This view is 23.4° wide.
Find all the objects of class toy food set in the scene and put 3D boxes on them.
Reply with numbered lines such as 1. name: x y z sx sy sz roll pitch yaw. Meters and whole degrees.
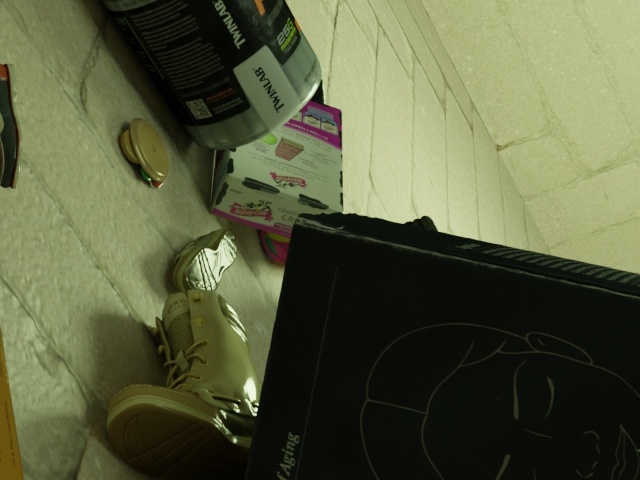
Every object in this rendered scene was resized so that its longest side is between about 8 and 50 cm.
1. toy food set: -0.202 -0.103 1.798 0.082 0.020 0.083 60 19 -27

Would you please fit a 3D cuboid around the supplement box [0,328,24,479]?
1. supplement box: -0.291 0.097 1.193 0.078 0.080 0.233 34 36 -60

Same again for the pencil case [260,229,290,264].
1. pencil case: 0.000 0.000 2.151 0.236 0.104 0.104 16 54 -69

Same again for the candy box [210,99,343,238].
1. candy box: -0.055 -0.106 2.028 0.159 0.071 0.233 18 36 -13

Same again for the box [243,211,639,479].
1. box: 0.187 0.252 1.485 0.297 0.472 0.480 -4 106 -74

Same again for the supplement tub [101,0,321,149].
1. supplement tub: -0.148 -0.284 1.889 0.316 0.193 0.193 58 20 -30

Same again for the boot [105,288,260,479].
1. boot: -0.139 0.138 1.579 0.262 0.095 0.203 26 37 -49

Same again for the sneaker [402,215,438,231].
1. sneaker: 0.123 0.049 2.383 0.104 0.147 0.296 62 19 -24

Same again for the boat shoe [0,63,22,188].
1. boat shoe: -0.306 -0.109 1.458 0.043 0.049 0.137 2 62 -25

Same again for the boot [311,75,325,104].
1. boot: -0.054 -0.193 2.227 0.178 0.085 0.236 -126 -154 -48

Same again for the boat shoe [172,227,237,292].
1. boat shoe: -0.143 0.026 1.797 0.153 0.048 0.056 -56 135 -62
